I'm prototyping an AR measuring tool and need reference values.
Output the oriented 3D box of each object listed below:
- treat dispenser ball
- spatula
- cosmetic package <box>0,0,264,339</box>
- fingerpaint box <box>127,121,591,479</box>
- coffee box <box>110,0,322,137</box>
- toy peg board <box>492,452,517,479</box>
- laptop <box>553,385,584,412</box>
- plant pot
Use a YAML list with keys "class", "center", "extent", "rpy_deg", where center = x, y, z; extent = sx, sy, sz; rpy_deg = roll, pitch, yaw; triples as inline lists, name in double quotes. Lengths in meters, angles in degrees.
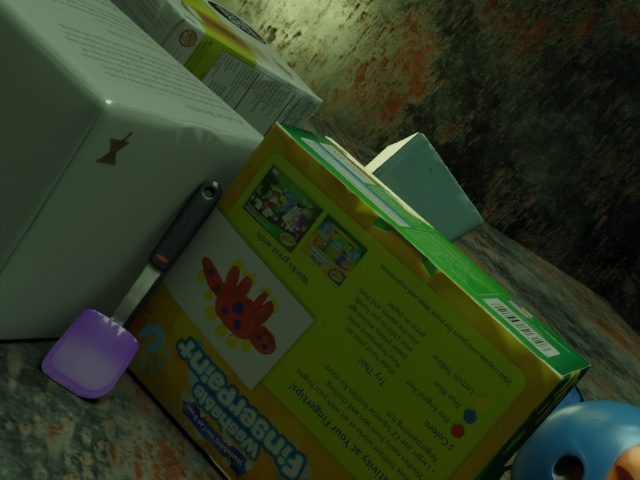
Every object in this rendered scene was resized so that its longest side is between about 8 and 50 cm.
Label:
- class: "treat dispenser ball"
  center: [0.439, 0.392, 1.548]
  extent: [0.288, 0.288, 0.288]
  rpy_deg: [34, 15, -11]
- class: "spatula"
  center: [-0.205, 0.050, 1.166]
  extent: [0.084, 0.296, 0.030]
  rpy_deg: [36, -8, -6]
- class: "cosmetic package"
  center: [-0.353, -0.125, 1.240]
  extent: [0.394, 0.327, 0.329]
  rpy_deg: [43, 16, 24]
- class: "fingerpaint box"
  center: [0.025, 0.142, 1.201]
  extent: [0.445, 0.371, 0.163]
  rpy_deg: [42, 16, 22]
- class: "coffee box"
  center: [-0.270, -0.261, 1.813]
  extent: [0.334, 0.338, 0.337]
  rpy_deg: [24, 20, -42]
- class: "toy peg board"
  center: [0.243, 0.349, 1.685]
  extent: [0.161, 0.079, 0.161]
  rpy_deg: [-1, 37, -42]
- class: "laptop"
  center: [0.488, 0.356, 1.843]
  extent: [0.264, 0.136, 0.234]
  rpy_deg: [26, 47, 26]
- class: "plant pot"
  center: [0.164, -0.057, 2.252]
  extent: [0.247, 0.252, 0.248]
  rpy_deg: [54, -13, -6]
